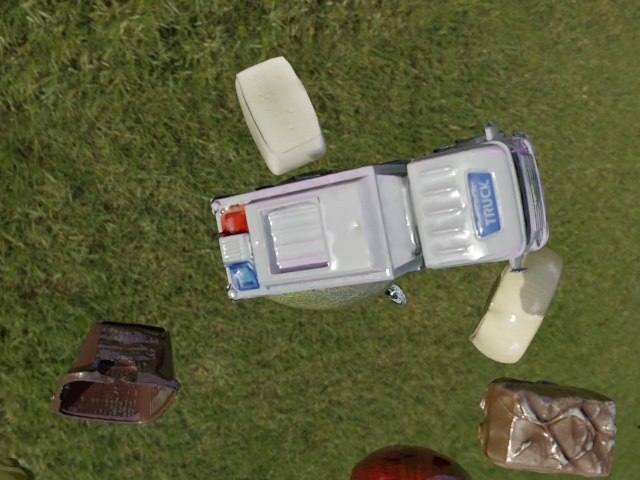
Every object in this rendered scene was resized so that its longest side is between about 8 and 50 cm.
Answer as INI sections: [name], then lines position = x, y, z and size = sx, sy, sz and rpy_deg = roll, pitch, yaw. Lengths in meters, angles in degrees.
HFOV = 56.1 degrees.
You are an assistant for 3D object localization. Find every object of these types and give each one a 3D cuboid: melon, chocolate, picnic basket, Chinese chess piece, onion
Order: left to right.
[picnic basket]
position = -0.394, 0.257, 1.165
size = 0.223, 0.129, 0.297
rpy_deg = 11, 146, -23
[melon]
position = 0.000, 0.000, 1.028
size = 0.237, 0.302, 0.237
rpy_deg = -6, 90, -69
[onion]
position = 0.224, 0.638, 1.387
size = 0.341, 0.341, 0.341
rpy_deg = -17, 123, -28
[Chinese chess piece]
position = 0.531, 0.166, 1.640
size = 0.338, 0.141, 0.338
rpy_deg = -57, 164, -26
[chocolate]
position = 0.380, 0.313, 1.004
size = 0.214, 0.093, 0.148
rpy_deg = 7, 84, -11

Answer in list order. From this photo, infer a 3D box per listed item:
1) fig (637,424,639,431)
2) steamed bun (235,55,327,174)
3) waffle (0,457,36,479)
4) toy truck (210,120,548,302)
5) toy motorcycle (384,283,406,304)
[fig]
position = 0.749, 0.318, 1.216
size = 0.143, 0.160, 0.230
rpy_deg = -42, 156, -25
[steamed bun]
position = -0.087, -0.267, 1.336
size = 0.146, 0.241, 0.164
rpy_deg = -24, 165, -5
[waffle]
position = -0.314, 0.183, 0.379
size = 0.250, 0.261, 0.056
rpy_deg = -5, 88, -45
[toy truck]
position = 0.052, -0.018, 0.536
size = 0.155, 0.268, 0.124
rpy_deg = -15, 94, -63
[toy motorcycle]
position = 0.121, 0.069, 1.711
size = 0.113, 0.315, 0.169
rpy_deg = -40, 137, -21
